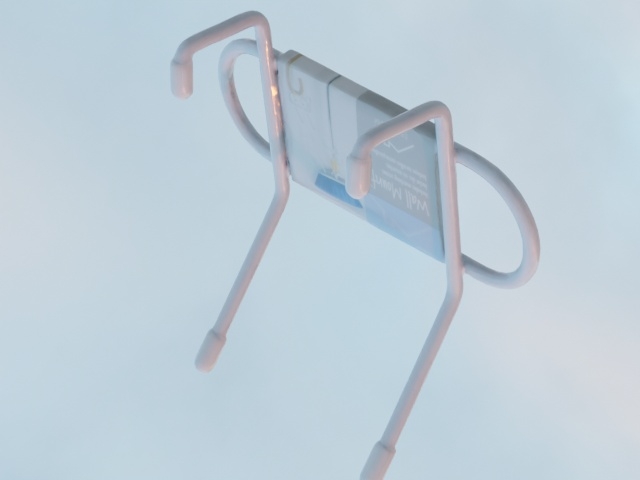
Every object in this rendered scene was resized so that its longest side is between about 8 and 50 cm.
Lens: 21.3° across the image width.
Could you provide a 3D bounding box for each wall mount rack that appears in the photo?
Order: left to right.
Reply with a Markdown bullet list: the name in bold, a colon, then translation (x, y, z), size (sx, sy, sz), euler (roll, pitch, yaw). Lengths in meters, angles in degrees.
- **wall mount rack**: translation (0.000, 0.000, 1.291), size (0.130, 0.304, 0.350), euler (-30, -138, -30)
